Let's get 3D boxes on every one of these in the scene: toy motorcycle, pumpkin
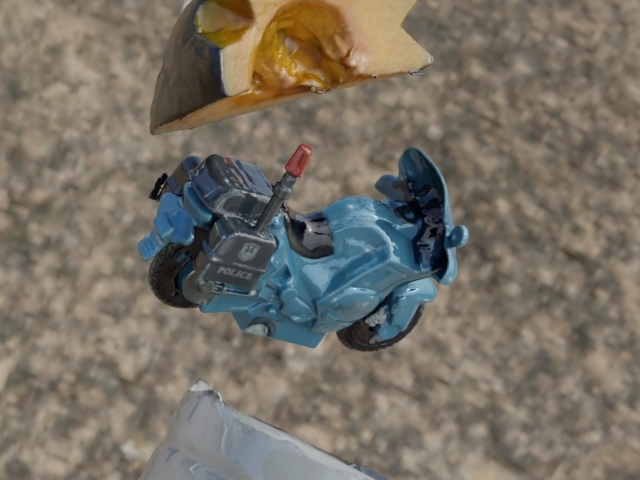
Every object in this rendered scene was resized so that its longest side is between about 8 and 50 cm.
[{"bbox_3d":[0.000,0.000,1.366,0.272,0.182,0.124,15,29,-37],"label":"toy motorcycle"},{"bbox_3d":[-0.049,-0.155,1.287,0.254,0.149,0.130,-18,94,-52],"label":"pumpkin"}]

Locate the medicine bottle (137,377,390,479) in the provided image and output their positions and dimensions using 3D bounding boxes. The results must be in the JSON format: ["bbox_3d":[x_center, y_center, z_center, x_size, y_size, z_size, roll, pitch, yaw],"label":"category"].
[{"bbox_3d":[-0.045,0.244,0.719,0.190,0.332,0.190,27,-5,3],"label":"medicine bottle"}]
